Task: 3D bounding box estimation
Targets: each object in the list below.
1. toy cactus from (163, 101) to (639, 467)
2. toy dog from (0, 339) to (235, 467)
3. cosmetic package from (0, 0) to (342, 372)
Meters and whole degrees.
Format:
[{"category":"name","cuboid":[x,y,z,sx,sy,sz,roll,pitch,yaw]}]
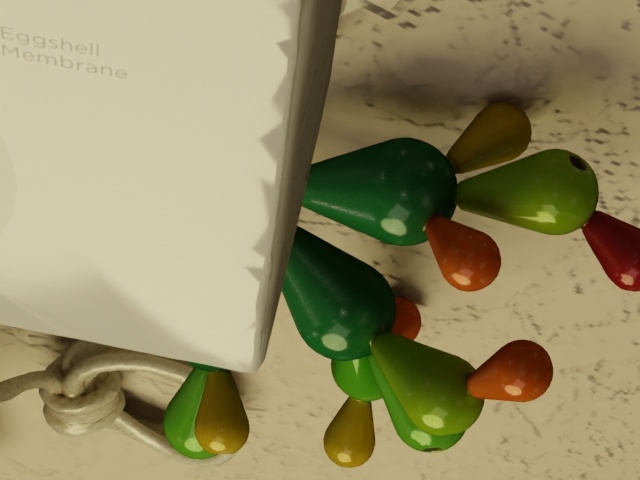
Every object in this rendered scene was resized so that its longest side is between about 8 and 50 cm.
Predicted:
[{"category":"toy cactus","cuboid":[0.000,0.000,0.675,0.180,0.112,0.219,47,137,-13]},{"category":"toy dog","cuboid":[-0.185,0.066,0.742,0.220,0.161,0.333,-4,142,21]},{"category":"cosmetic package","cuboid":[-0.104,-0.097,0.513,0.224,0.138,0.224,12,145,1]}]
